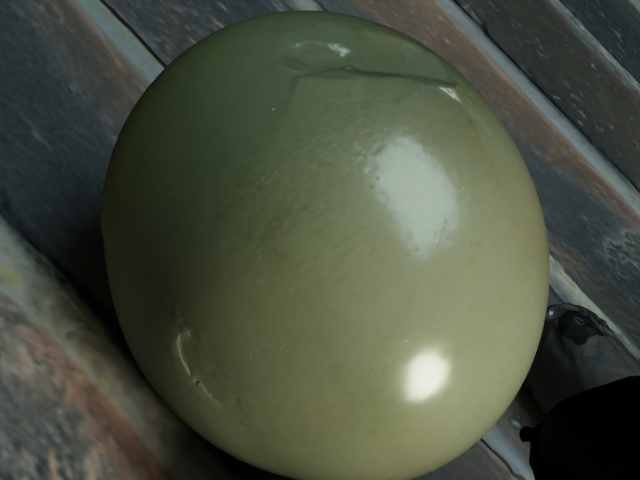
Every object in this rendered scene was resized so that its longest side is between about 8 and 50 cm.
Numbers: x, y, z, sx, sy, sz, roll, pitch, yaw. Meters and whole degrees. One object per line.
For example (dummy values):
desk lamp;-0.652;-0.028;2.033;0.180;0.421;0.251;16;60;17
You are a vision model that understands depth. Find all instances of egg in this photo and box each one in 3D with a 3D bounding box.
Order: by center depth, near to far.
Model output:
egg;0.000;0.000;0.796;0.219;0.219;0.269;21;18;-36

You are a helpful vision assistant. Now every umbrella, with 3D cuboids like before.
umbrella;0.228;0.169;0.974;0.067;0.073;0.337;-5;44;-32

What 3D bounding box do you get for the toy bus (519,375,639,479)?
toy bus;0.215;0.250;0.744;0.386;0.171;0.162;-95;167;-46
